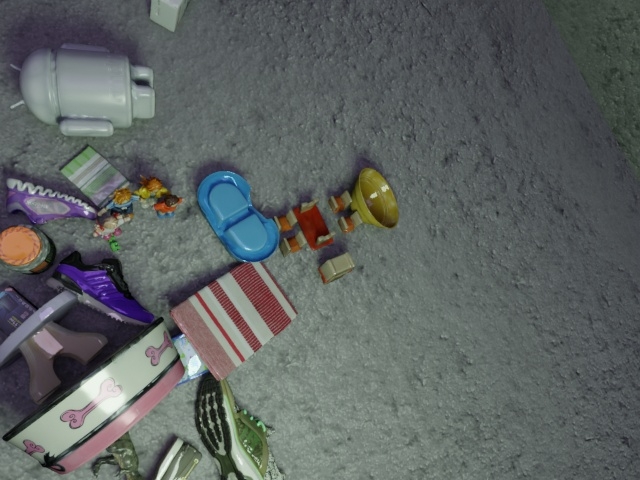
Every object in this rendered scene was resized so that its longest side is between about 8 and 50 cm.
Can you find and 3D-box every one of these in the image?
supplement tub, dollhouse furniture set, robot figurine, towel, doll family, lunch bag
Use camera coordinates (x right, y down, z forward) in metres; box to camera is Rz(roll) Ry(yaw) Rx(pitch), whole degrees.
[{"bbox_3d":[-0.736,0.023,1.233,0.117,0.190,0.117,3,81,-20],"label":"supplement tub"},{"bbox_3d":[0.000,0.000,1.566,0.262,0.135,0.259,-21,79,-22],"label":"dollhouse furniture set"},{"bbox_3d":[-0.632,-0.408,1.327,0.353,0.200,0.300,-4,64,-21],"label":"robot figurine"},{"bbox_3d":[-0.239,0.212,1.422,0.329,0.037,0.237,-35,91,-40],"label":"towel"},{"bbox_3d":[-0.507,-0.104,1.341,0.263,0.163,0.118,-26,88,-28],"label":"doll family"},{"bbox_3d":[-0.376,0.321,1.377,0.151,0.096,0.129,-25,91,-32],"label":"lunch bag"},{"bbox_3d":[-0.635,-0.178,1.393,0.152,0.023,0.113,44,68,-7],"label":"towel"}]

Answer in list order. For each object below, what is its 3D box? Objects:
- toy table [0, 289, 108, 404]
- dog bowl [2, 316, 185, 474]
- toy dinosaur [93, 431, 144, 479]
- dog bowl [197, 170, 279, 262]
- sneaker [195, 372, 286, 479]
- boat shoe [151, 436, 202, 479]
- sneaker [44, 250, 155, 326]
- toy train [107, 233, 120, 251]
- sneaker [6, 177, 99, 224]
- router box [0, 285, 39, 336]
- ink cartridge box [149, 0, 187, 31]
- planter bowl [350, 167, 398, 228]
[{"bbox_3d":[-0.659,0.270,1.210,0.274,0.252,0.161,-41,95,23],"label":"toy table"},{"bbox_3d":[-0.499,0.363,1.157,0.408,0.408,0.150,-38,96,-21],"label":"dog bowl"},{"bbox_3d":[-0.544,0.554,1.302,0.118,0.064,0.268,-12,77,-17],"label":"toy dinosaur"},{"bbox_3d":[-0.251,-0.061,1.472,0.166,0.074,0.297,-34,89,-28],"label":"dog bowl"},{"bbox_3d":[-0.219,0.557,1.408,0.182,0.158,0.410,-18,87,-53],"label":"sneaker"},{"bbox_3d":[-0.428,0.683,1.300,0.091,0.109,0.305,34,69,-8],"label":"boat shoe"},{"bbox_3d":[-0.565,0.124,1.330,0.293,0.102,0.146,30,73,-14],"label":"sneaker"},{"bbox_3d":[-0.590,-0.007,1.385,0.023,0.017,0.083,-27,92,-11],"label":"toy train"},{"bbox_3d":[-0.720,-0.084,1.314,0.236,0.095,0.105,17,84,-13],"label":"sneaker"},{"bbox_3d":[-0.790,0.190,1.271,0.122,0.038,0.092,44,71,-10],"label":"router box"},{"bbox_3d":[-0.431,-0.753,1.482,0.082,0.139,0.191,25,75,-17],"label":"ink cartridge box"},{"bbox_3d":[0.160,-0.123,1.622,0.217,0.090,0.217,29,49,-40],"label":"planter bowl"}]
